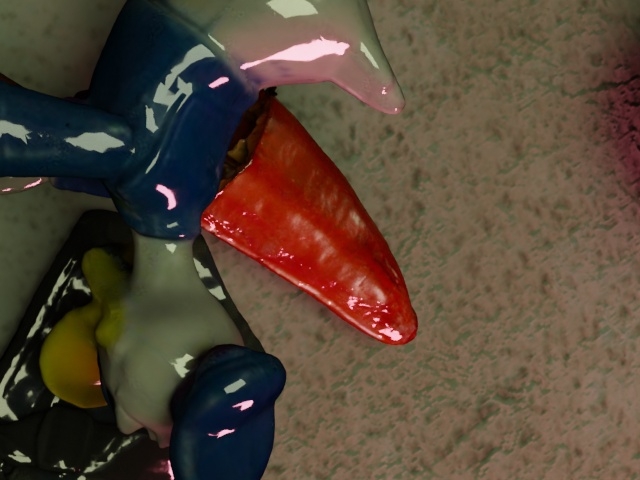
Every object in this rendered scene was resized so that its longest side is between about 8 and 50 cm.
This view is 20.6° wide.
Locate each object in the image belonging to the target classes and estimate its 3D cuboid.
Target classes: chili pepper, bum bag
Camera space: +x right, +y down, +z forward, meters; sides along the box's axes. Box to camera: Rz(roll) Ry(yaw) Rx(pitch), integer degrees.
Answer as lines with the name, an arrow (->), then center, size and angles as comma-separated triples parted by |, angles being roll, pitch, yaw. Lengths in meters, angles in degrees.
chili pepper -> -0.001, 0.003, 0.980 | 0.169, 0.065, 0.088 | 44, 69, -26
bum bag -> -0.138, 0.130, 0.927 | 0.137, 0.074, 0.310 | 34, 81, -12

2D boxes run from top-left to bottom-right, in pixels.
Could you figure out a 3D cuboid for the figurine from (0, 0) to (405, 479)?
figurine -> -0.098, -0.036, 0.835 | 0.283, 0.204, 0.338 | -13, 79, 3
